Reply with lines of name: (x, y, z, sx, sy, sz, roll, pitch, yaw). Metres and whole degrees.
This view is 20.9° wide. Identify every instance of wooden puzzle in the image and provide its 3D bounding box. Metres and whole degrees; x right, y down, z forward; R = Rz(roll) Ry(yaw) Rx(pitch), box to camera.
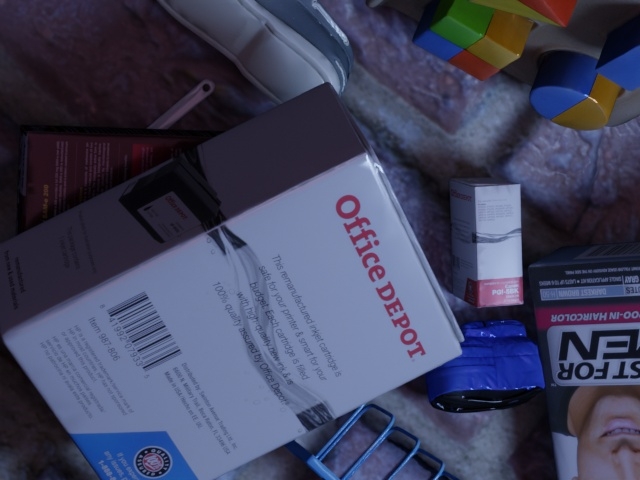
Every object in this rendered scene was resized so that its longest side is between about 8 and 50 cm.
wooden puzzle: (0.249, -0.214, 1.795, 0.348, 0.322, 0.080, 23, 71, -15)

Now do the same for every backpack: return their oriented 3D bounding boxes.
backpack: (0.175, 0.142, 1.938, 0.120, 0.098, 0.101, -6, 69, -11)

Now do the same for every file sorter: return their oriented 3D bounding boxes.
file sorter: (0.063, 0.250, 1.915, 0.170, 0.118, 0.104, 43, 83, -13)

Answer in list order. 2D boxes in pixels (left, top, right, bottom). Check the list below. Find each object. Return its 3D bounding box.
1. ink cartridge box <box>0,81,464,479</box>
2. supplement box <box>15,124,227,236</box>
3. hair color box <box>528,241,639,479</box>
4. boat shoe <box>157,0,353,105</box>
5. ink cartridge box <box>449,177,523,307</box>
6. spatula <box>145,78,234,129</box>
ink cartridge box: (-0.092, 0.063, 1.759, 0.395, 0.166, 0.285, -26, 126, 1)
supplement box: (-0.196, -0.052, 1.826, 0.239, 0.073, 0.130, 2, 100, -17)
hair color box: (0.359, 0.193, 1.928, 0.185, 0.113, 0.374, -4, 100, 30)
boat shoe: (-0.087, -0.271, 1.850, 0.319, 0.116, 0.099, 46, 43, -6)
ink cartridge box: (0.183, 0.000, 1.919, 0.056, 0.099, 0.135, -4, 98, -12)
spatula: (-0.171, -0.053, 1.879, 0.242, 0.019, 0.168, -40, 102, -5)
